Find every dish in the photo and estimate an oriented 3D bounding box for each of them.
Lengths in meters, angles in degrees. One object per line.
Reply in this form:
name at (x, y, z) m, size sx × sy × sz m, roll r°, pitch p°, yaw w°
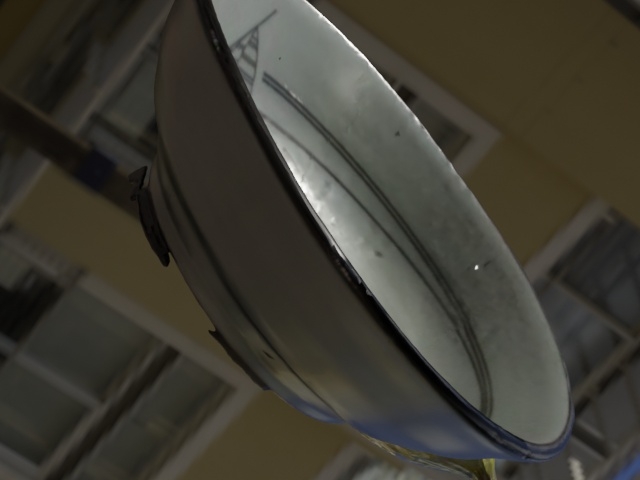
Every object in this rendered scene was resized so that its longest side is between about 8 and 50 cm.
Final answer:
dish at (0.000, 0.000, 0.866) m, size 0.106 × 0.316 × 0.316 m, roll -37°, pitch -156°, yaw 16°

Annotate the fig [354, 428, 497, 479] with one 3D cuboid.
fig at (0.096, 0.119, 1.237) m, size 0.160 × 0.143 × 0.230 m, roll -22°, pitch -126°, yaw -4°
